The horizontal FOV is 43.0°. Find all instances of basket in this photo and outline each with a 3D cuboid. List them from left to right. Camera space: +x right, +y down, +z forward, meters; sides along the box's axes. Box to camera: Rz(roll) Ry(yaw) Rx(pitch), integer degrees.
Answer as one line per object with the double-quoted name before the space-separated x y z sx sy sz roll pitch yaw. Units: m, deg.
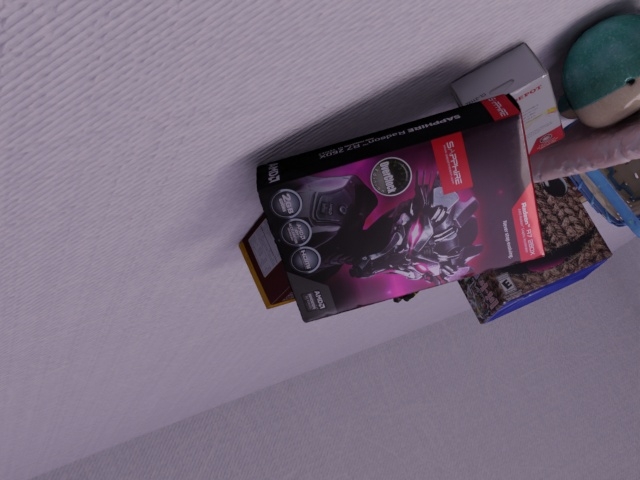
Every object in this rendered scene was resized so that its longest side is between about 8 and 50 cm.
"basket" 0.587 -0.150 1.594 0.201 0.254 0.289 -39 178 42

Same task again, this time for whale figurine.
"whale figurine" 0.455 -0.275 1.255 0.216 0.141 0.272 -32 -173 22

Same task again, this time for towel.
"towel" 0.515 -0.210 1.325 0.317 0.053 0.332 -39 -171 -19

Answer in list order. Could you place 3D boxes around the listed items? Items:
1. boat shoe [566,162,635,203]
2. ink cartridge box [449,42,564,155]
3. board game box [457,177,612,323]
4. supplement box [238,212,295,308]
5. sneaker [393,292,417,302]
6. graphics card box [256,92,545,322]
"boat shoe" 0.568 -0.140 1.865 0.342 0.123 0.123 -18 133 -7
"ink cartridge box" 0.282 -0.194 1.218 0.127 0.072 0.175 -28 147 9
"board game box" 0.343 -0.033 1.493 0.232 0.291 0.141 -22 163 -14
"supplement box" 0.000 0.000 1.371 0.191 0.129 0.194 -14 161 -34
"sneaker" 0.248 -0.010 1.780 0.343 0.134 0.146 -47 179 43
"graphics card box" 0.116 -0.042 1.150 0.371 0.232 0.094 -15 -151 4
